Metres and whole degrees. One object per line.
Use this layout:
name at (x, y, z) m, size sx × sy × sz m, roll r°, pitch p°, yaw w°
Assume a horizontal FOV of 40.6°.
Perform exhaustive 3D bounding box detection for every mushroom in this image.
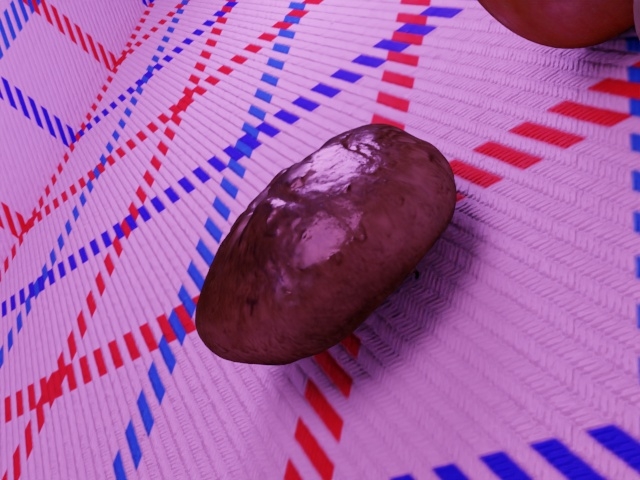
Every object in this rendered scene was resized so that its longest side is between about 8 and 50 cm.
mushroom at (0.000, 0.000, 0.790) m, size 0.278 × 0.146 × 0.278 m, roll -38°, pitch 22°, yaw 19°

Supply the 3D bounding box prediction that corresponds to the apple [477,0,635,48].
apple at (0.238, -0.267, 0.727) m, size 0.235 × 0.173 × 0.210 m, roll -12°, pitch 40°, yaw 40°

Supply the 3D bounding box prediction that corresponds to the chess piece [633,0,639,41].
chess piece at (0.268, -0.129, 0.557) m, size 0.133 × 0.133 × 0.243 m, roll -40°, pitch 23°, yaw 22°
